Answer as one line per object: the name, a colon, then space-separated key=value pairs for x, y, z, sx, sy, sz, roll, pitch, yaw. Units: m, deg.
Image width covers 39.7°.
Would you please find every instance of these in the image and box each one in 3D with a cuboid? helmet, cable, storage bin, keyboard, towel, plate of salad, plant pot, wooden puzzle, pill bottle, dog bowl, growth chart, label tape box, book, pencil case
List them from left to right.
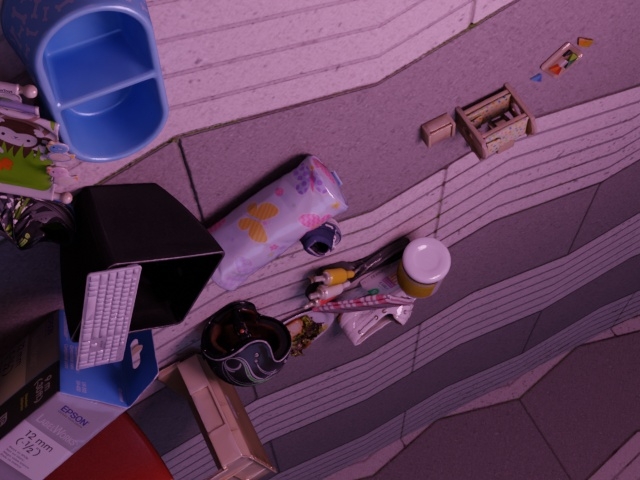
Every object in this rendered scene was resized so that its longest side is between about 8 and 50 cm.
growth chart: x=-0.382 y=-0.119 z=1.051 sx=0.171 sy=0.021 sz=0.237 roll=5 pitch=148 yaw=-3
label tape box: x=-0.431 y=0.237 z=1.429 sx=0.347 sy=0.249 sz=0.115 roll=-41 pitch=120 yaw=6
plant pot: x=-0.480 y=0.501 z=1.884 sx=0.267 sy=0.236 sz=0.267 roll=-21 pitch=152 yaw=-21
dog bowl: x=-0.263 y=-0.200 z=1.045 sx=0.165 sy=0.074 sz=0.297 roll=-23 pitch=154 yaw=-14
keyboard: x=-0.302 y=0.113 z=1.249 sx=0.072 sy=0.014 sz=0.256 roll=-15 pitch=150 yaw=-29
plant pot: x=-0.282 y=0.018 z=1.308 sx=0.188 sy=0.167 sz=0.187 roll=-6 pitch=145 yaw=-39
storage bin: x=-0.228 y=0.405 z=1.931 sx=0.123 sy=0.262 sz=0.260 roll=-28 pitch=156 yaw=-1
helmet: x=-0.149 y=0.219 z=1.814 sx=0.169 sy=0.169 sz=0.161 roll=-34 pitch=138 yaw=8
pencil case: x=-0.084 y=-0.027 z=1.496 sx=0.273 sy=0.114 sz=0.124 roll=-36 pitch=164 yaw=12
plate of salad: x=-0.052 y=0.225 z=2.053 sx=0.199 sy=0.048 sz=0.200 roll=-25 pitch=153 yaw=-13
cable: x=0.079 y=0.080 z=1.901 sx=0.287 sy=0.072 sz=0.139 roll=-14 pitch=149 yaw=-30
towel: x=0.092 y=0.136 z=1.952 sx=0.197 sy=0.029 sz=0.144 roll=-9 pitch=171 yaw=24
book: x=0.169 y=0.076 z=2.041 sx=0.144 sy=0.035 sz=0.096 roll=-34 pitch=150 yaw=11
pill bottle: x=0.219 y=0.067 z=1.923 sx=0.103 sy=0.103 sz=0.184 roll=-25 pitch=164 yaw=-10
wooden puzzle: x=0.444 y=-0.328 z=1.621 sx=0.078 sy=0.014 sz=0.116 roll=3 pitch=139 yaw=-48

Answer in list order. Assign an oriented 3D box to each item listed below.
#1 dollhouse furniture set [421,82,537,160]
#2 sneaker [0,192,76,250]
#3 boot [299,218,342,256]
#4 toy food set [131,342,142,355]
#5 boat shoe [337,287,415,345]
dollhouse furniture set: x=0.290 y=-0.172 z=1.638 sx=0.181 sy=0.101 sz=0.161 roll=-27 pitch=154 yaw=-7
sneaker: x=-0.409 y=-0.029 z=1.189 sx=0.188 sy=0.078 sz=0.067 roll=10 pitch=134 yaw=-47
boot: x=0.000 y=0.000 z=1.660 sx=0.069 sy=0.086 sz=0.190 roll=-38 pitch=153 yaw=16
toy food set: x=-0.423 y=0.182 z=1.612 sx=0.132 sy=0.038 sz=0.192 roll=-38 pitch=143 yaw=4
boat shoe: x=0.180 y=0.162 z=2.126 sx=0.277 sy=0.096 sz=0.098 roll=-32 pitch=154 yaw=2
